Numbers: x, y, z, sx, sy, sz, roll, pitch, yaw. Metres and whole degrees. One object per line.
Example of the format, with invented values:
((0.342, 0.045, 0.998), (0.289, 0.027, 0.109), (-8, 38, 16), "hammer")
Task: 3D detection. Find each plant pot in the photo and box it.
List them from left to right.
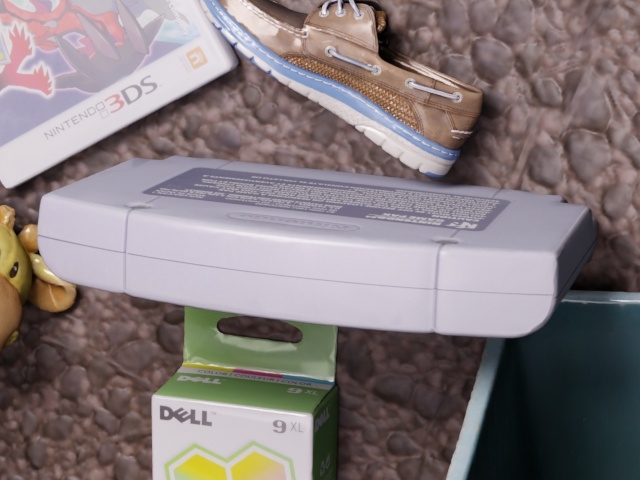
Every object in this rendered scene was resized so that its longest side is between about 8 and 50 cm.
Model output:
((0.212, 0.200, 1.032), (0.247, 0.248, 0.252), (2, 122, 16), "plant pot")

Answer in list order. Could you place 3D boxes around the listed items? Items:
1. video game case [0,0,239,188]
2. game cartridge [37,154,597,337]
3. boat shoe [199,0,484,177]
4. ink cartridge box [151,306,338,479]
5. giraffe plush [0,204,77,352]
((-0.175, -0.158, 1.155), (0.183, 0.023, 0.201), (-26, 96, 21), "video game case")
((0.000, 0.000, 1.054), (0.297, 0.198, 0.062), (7, 107, 15), "game cartridge")
((0.016, -0.114, 1.094), (0.183, 0.066, 0.066), (33, 107, -5), "boat shoe")
((-0.048, 0.142, 1.180), (0.109, 0.062, 0.209), (6, 106, 16), "ink cartridge box")
((-0.254, 0.050, 1.183), (0.170, 0.181, 0.210), (-32, 60, 12), "giraffe plush")
